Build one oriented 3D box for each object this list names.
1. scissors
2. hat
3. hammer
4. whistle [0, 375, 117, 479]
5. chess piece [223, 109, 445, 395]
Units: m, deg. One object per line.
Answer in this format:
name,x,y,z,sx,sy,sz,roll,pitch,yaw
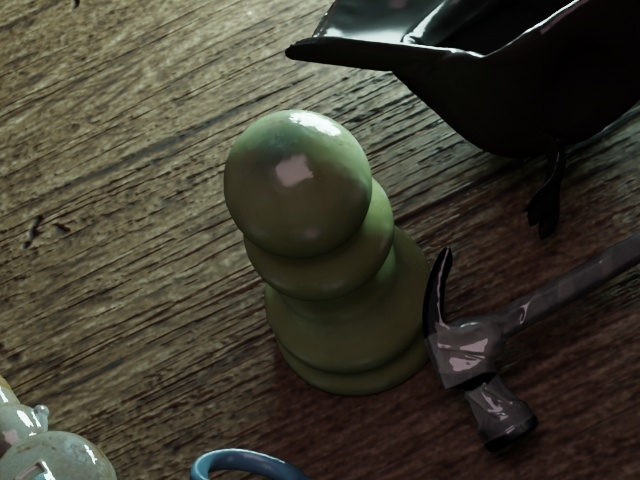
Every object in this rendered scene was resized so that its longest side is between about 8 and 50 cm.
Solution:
scissors,0.029,0.198,1.045,0.256,0.030,0.125,7,20,2
hat,0.152,-0.138,1.207,0.336,0.209,0.238,-5,35,34
hammer,0.271,0.000,1.120,0.427,0.044,0.152,-27,83,-9
whistle,-0.235,0.175,1.169,0.107,0.057,0.220,-36,54,-6
chess piece,0.000,0.000,1.087,0.144,0.251,0.144,-8,58,13
